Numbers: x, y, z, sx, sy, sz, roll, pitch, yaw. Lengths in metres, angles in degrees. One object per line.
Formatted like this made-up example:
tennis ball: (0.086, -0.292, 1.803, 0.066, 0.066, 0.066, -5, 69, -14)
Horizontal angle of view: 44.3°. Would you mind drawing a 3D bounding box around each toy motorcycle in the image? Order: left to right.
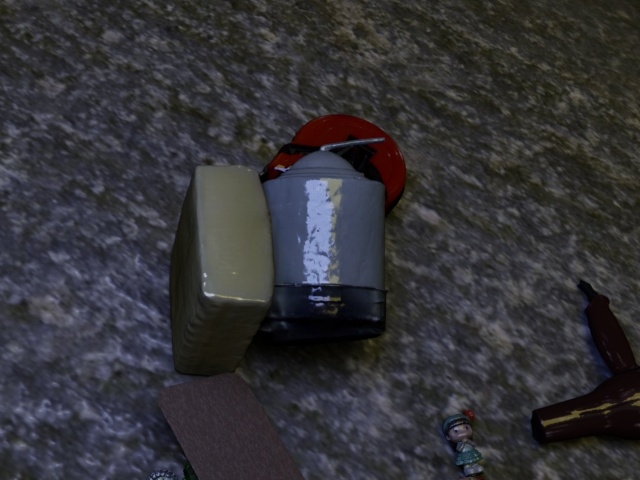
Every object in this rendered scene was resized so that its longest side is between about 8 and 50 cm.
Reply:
toy motorcycle: (-0.157, 0.363, 1.147, 0.190, 0.074, 0.106, -13, 72, -25)

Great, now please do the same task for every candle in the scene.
candle: (0.000, 0.000, 1.286, 0.221, 0.221, 0.342, 1, 83, -16)

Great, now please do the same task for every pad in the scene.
pad: (-0.118, 0.312, 1.147, 0.176, 0.002, 0.266, -5, 52, -50)

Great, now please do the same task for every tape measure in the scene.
tape measure: (0.034, -0.128, 1.495, 0.253, 0.114, 0.260, 30, 54, 3)

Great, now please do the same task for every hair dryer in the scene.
hair dryer: (0.499, 0.211, 1.446, 0.313, 0.123, 0.340, -6, 49, -8)

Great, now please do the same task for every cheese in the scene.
cheese: (-0.161, 0.052, 1.225, 0.124, 0.265, 0.242, 6, 57, -16)

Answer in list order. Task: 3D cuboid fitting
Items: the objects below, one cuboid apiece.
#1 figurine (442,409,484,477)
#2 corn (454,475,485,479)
figurine: (0.241, 0.336, 1.298, 0.060, 0.047, 0.106, -15, 66, -7)
corn: (0.152, 0.423, 1.187, 0.281, 0.092, 0.092, -12, 62, -25)
